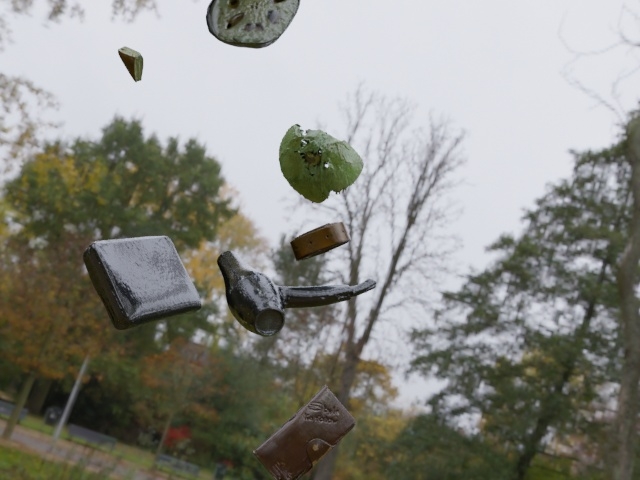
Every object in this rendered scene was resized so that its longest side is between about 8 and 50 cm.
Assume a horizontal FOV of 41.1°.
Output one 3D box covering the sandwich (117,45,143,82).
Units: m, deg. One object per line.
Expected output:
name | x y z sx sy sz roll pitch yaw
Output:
sandwich | -0.399 -0.383 1.824 0.044 0.031 0.083 -28 -86 45

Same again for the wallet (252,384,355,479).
wallet | -0.026 0.349 1.516 0.095 0.176 0.026 47 -15 13

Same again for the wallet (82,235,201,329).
wallet | -0.281 0.063 1.372 0.044 0.149 0.250 -28 -6 19

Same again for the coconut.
coconut | -0.007 -0.133 1.497 0.158 0.133 0.055 11 0 14

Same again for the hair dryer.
hair dryer | -0.028 0.064 1.184 0.219 0.075 0.195 -2 24 -21

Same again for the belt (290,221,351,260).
belt | 0.000 0.000 1.201 0.083 0.036 0.059 -21 -5 9

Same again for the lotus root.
lotus root | -0.139 -0.475 1.805 0.183 0.204 0.078 28 -18 14
